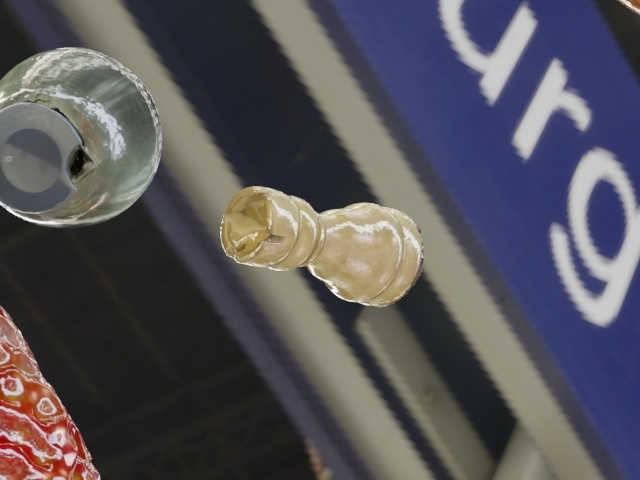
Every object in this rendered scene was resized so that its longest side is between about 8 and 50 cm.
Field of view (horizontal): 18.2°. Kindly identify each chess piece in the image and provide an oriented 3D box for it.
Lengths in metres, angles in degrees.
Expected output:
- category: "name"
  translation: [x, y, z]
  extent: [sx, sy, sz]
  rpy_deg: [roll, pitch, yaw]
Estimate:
- category: "chess piece"
  translation: [0.000, 0.000, 1.213]
  extent: [0.066, 0.066, 0.122]
  rpy_deg: [-29, -30, 36]

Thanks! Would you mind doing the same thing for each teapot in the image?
- category: "teapot"
  translation: [-0.176, -0.068, 1.209]
  extent: [0.149, 0.108, 0.111]
  rpy_deg: [36, -74, 2]

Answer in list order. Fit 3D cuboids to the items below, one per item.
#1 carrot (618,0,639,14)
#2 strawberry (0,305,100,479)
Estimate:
- category: "carrot"
  translation: [0.137, -0.174, 1.097]
  extent: [0.257, 0.061, 0.061]
  rpy_deg: [26, -50, -5]
- category: "strawberry"
  translation: [-0.271, 0.143, 1.035]
  extent: [0.312, 0.351, 0.267]
  rpy_deg: [3, -33, -6]
